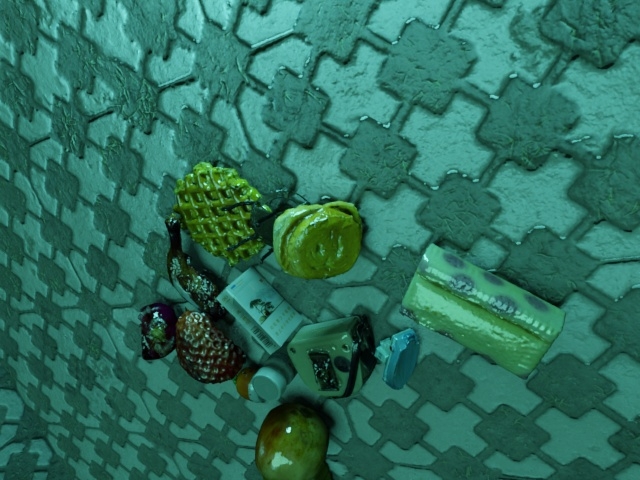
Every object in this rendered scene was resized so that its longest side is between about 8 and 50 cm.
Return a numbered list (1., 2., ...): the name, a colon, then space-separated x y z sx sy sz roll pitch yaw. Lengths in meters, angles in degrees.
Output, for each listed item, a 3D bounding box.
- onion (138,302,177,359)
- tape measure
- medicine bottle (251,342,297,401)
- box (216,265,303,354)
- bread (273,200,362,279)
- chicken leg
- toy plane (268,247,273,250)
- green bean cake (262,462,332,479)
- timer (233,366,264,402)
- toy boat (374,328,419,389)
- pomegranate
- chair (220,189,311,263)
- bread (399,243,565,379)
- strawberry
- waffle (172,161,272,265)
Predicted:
1. onion: -0.578 0.317 1.652 0.218 0.140 0.195 170 88 -71
2. tape measure: 0.056 0.354 1.350 0.271 0.133 0.231 -20 103 30
3. medicine bottle: -0.129 0.407 1.442 0.105 0.168 0.104 12 119 22
4. box: -0.178 0.203 1.378 0.233 0.149 0.067 46 122 -1
5. bread: 0.000 0.003 1.158 0.236 0.120 0.198 -10 120 -17
6. chicken leg: -0.416 0.101 1.453 0.158 0.096 0.406 -2 122 27
7. toy plane: -0.097 0.028 1.326 0.121 0.031 0.049 18 126 20
8. green bean cake: -0.091 0.853 1.669 0.236 0.124 0.232 -9 110 29
9. timer: -0.243 0.489 1.584 0.136 0.099 0.136 18 125 28
10. toy boat: 0.209 0.328 1.300 0.102 0.088 0.215 40 134 47
11. pomegranate: -0.100 0.675 1.506 0.229 0.252 0.270 24 103 -5
12. chair: -0.131 -0.042 1.230 0.149 0.213 0.174 23 125 41
13. bread: 0.370 0.162 1.083 0.339 0.155 0.187 28 115 15
14. strawberry: -0.381 0.377 1.526 0.254 0.150 0.280 27 143 6
15. waffle: -0.293 -0.079 1.347 0.325 0.068 0.302 35 126 0
